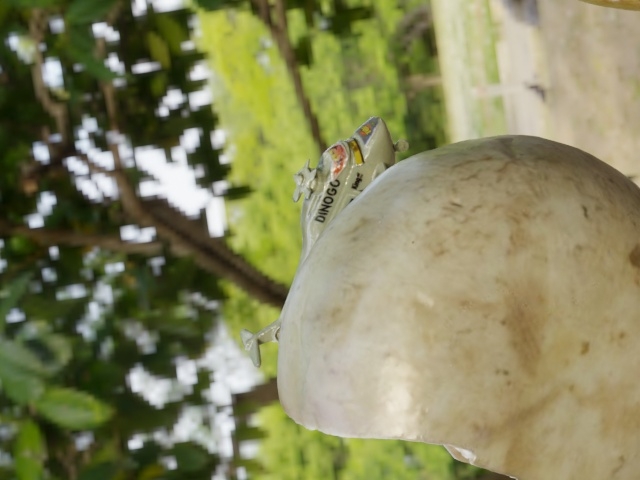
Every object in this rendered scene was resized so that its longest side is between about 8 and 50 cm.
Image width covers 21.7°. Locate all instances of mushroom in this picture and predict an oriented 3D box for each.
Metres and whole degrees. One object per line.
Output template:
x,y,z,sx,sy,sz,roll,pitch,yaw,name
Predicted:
0.101,0.033,0.944,0.195,0.254,0.189,27,98,60,mushroom

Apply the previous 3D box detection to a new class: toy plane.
0.000,0.000,1.690,0.092,0.108,0.286,55,129,49,toy plane

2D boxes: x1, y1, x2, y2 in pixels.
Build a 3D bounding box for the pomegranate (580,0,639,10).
0.170,-0.211,0.906,0.196,0.196,0.196,-8,-90,-86,pomegranate
